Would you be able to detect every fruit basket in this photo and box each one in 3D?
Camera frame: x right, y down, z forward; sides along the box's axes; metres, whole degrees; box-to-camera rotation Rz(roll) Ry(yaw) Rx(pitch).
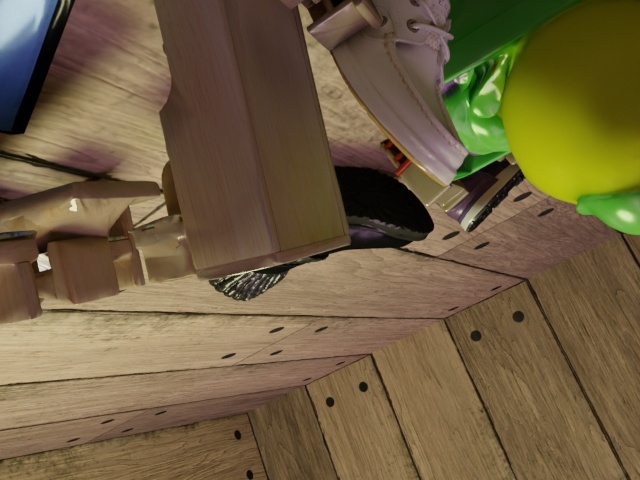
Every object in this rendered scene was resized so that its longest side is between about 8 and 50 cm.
[{"bbox_3d":[0.251,-0.156,0.593,0.392,0.391,0.283,-29,158,20],"label":"fruit basket"}]

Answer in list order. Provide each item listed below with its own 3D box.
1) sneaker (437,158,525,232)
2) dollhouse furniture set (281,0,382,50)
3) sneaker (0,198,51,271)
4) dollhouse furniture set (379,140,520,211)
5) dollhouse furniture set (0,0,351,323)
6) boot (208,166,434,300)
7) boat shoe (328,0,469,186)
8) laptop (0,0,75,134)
[{"bbox_3d":[0.299,-0.147,1.077,0.283,0.124,0.107,-40,161,-25],"label":"sneaker"},{"bbox_3d":[-0.019,-0.241,0.392,0.101,0.160,0.182,-29,160,21],"label":"dollhouse furniture set"},{"bbox_3d":[-0.408,0.031,0.796,0.153,0.099,0.282,-33,151,18],"label":"sneaker"},{"bbox_3d":[0.225,-0.177,0.921,0.259,0.135,0.262,-44,152,24],"label":"dollhouse furniture set"},{"bbox_3d":[-0.206,-0.074,0.566,0.395,0.256,0.362,-12,180,23],"label":"dollhouse furniture set"},{"bbox_3d":[-0.002,-0.004,1.067,0.348,0.131,0.260,8,140,-35],"label":"boot"},{"bbox_3d":[0.060,-0.169,0.502,0.096,0.277,0.098,-34,149,18],"label":"boat shoe"},{"bbox_3d":[-0.324,-0.118,0.427,0.234,0.137,0.264,-42,-166,43],"label":"laptop"}]
